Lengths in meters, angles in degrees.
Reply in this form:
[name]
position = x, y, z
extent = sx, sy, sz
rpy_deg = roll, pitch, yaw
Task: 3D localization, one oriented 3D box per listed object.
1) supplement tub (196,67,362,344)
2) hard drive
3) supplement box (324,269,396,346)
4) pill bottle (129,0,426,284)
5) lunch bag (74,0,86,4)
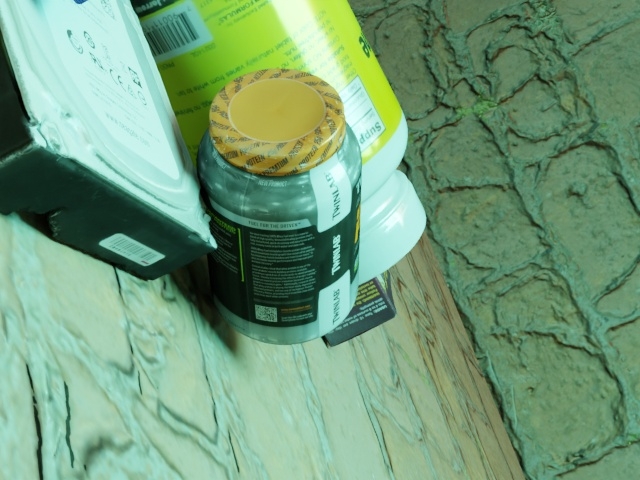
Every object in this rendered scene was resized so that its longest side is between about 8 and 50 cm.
[supplement tub]
position = -0.028, -0.023, 0.819
extent = 0.190, 0.117, 0.117
rpy_deg = 90, -13, -48
[hard drive]
position = -0.182, -0.156, 0.707
extent = 0.339, 0.064, 0.237
rpy_deg = 67, 10, 20
[supplement box]
position = 0.000, 0.000, 1.167
extent = 0.188, 0.081, 0.104
rpy_deg = 60, 11, -21
[pill bottle]
position = -0.042, -0.124, 0.961
extent = 0.334, 0.188, 0.188
rpy_deg = 61, 11, -24
[lunch bag]
position = -0.163, -0.294, 0.691
extent = 0.221, 0.138, 0.293
rpy_deg = 58, -1, -25
